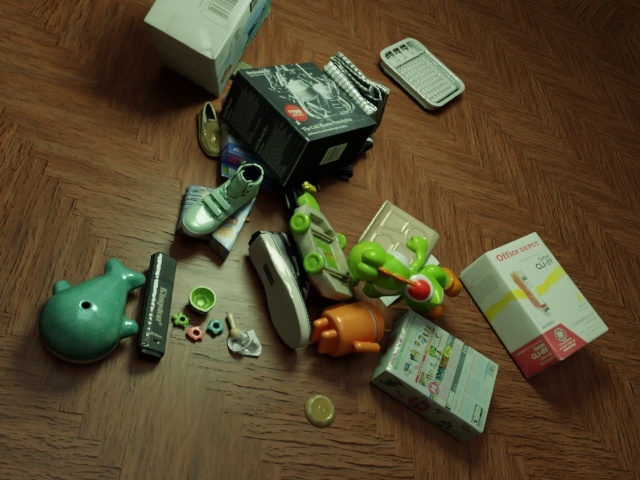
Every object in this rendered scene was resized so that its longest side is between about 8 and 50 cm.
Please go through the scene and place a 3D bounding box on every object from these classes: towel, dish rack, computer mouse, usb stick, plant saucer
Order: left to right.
[{"bbox_3d":[-0.395,0.154,1.401,0.077,0.045,0.278,41,38,-44],"label":"usb stick"},{"bbox_3d":[-0.056,-0.142,1.784,0.184,0.060,0.262,-2,66,-55],"label":"computer mouse"},{"bbox_3d":[0.001,0.421,1.437,0.083,0.015,0.083,13,52,-17],"label":"plant saucer"},{"bbox_3d":[0.108,-0.482,1.953,0.121,0.284,0.235,-41,82,-11],"label":"towel"},{"bbox_3d":[0.409,-0.676,2.378,0.333,0.072,0.285,45,49,9],"label":"dish rack"}]

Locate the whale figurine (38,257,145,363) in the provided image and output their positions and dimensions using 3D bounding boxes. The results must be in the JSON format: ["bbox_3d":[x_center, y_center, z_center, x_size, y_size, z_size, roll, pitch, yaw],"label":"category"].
[{"bbox_3d":[-0.504,0.142,1.305,0.216,0.141,0.272,32,49,-2],"label":"whale figurine"}]

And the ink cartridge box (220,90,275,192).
[{"bbox_3d":[-0.216,-0.307,1.794,0.185,0.065,0.311,18,52,-32],"label":"ink cartridge box"}]

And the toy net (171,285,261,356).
[{"bbox_3d":[-0.247,0.219,1.439,0.232,0.045,0.122,36,49,1],"label":"toy net"}]

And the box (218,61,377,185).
[{"bbox_3d":[-0.065,-0.363,1.741,0.312,0.179,0.343,46,40,16],"label":"box"}]

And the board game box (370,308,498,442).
[{"bbox_3d":[0.316,0.365,1.579,0.303,0.097,0.224,34,48,-2],"label":"board game box"}]

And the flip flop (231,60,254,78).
[{"bbox_3d":[-0.314,-0.612,1.972,0.277,0.080,0.112,23,50,-10],"label":"flip flop"}]

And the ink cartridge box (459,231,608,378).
[{"bbox_3d":[0.667,0.194,1.829,0.279,0.160,0.385,-17,66,-34],"label":"ink cartridge box"}]

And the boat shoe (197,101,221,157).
[{"bbox_3d":[-0.339,-0.344,1.774,0.068,0.072,0.190,-5,60,-29],"label":"boat shoe"}]

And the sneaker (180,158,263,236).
[{"bbox_3d":[-0.256,-0.118,1.517,0.094,0.151,0.256,46,56,6],"label":"sneaker"}]

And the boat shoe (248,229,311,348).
[{"bbox_3d":[-0.064,0.118,1.550,0.158,0.127,0.341,-4,62,-38],"label":"boat shoe"}]

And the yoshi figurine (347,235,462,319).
[{"bbox_3d":[0.216,0.091,1.620,0.362,0.203,0.204,25,57,-38],"label":"yoshi figurine"}]

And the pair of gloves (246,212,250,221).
[{"bbox_3d":[-0.244,-0.088,1.681,0.083,0.010,0.074,5,55,-24],"label":"pair of gloves"}]

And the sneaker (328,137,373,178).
[{"bbox_3d":[0.102,-0.268,1.942,0.217,0.079,0.121,-17,69,-25],"label":"sneaker"}]

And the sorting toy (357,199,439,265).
[{"bbox_3d":[0.239,0.003,1.772,0.208,0.038,0.193,35,65,1],"label":"sorting toy"}]

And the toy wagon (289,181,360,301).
[{"bbox_3d":[0.000,0.000,1.605,0.267,0.068,0.344,27,39,-62],"label":"toy wagon"}]

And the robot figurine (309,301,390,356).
[{"bbox_3d":[0.080,0.235,1.535,0.219,0.158,0.128,-11,94,-32],"label":"robot figurine"}]

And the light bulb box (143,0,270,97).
[{"bbox_3d":[-0.323,-0.680,1.749,0.225,0.361,0.358,30,85,-5],"label":"light bulb box"}]

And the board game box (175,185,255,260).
[{"bbox_3d":[-0.290,-0.051,1.593,0.194,0.060,0.194,14,56,-15],"label":"board game box"}]

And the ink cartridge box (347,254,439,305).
[{"bbox_3d":[0.221,0.072,1.784,0.232,0.066,0.189,-37,78,-18],"label":"ink cartridge box"}]
